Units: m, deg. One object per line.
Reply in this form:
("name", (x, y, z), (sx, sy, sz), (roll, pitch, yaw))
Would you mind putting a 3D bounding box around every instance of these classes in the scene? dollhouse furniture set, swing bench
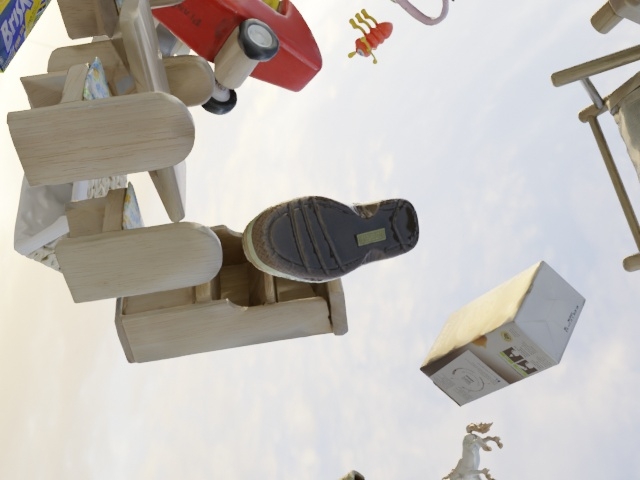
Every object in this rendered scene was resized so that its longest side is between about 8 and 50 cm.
("dollhouse furniture set", (-0.122, -0.077, 0.923), (0.362, 0.256, 0.394), (-101, -177, -53))
("swing bench", (0.437, -0.112, 0.978), (0.254, 0.165, 0.253), (-23, -110, 23))

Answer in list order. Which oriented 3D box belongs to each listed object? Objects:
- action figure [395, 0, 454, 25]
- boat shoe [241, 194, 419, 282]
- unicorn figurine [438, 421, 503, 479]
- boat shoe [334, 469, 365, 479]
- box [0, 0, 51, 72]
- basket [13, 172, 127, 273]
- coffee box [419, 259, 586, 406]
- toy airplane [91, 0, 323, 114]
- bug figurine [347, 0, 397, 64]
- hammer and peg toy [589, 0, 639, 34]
("action figure", (0.217, -0.565, 1.323), (0.276, 0.248, 0.370), (-54, -178, -26))
("boat shoe", (0.000, 0.000, 0.710), (0.072, 0.190, 0.068), (-6, -93, 43))
("unicorn figurine", (0.281, 0.419, 1.621), (0.111, 0.060, 0.162), (-2, -123, 50))
("boat shoe", (0.031, 0.334, 1.085), (0.257, 0.095, 0.095), (11, -93, 18))
("box", (-0.368, -0.277, 1.014), (0.059, 0.054, 0.169), (77, 27, -54))
("basket", (-0.330, -0.048, 1.163), (0.113, 0.103, 0.167), (-26, -131, 23))
("coffee box", (0.283, 0.152, 1.363), (0.141, 0.098, 0.246), (-53, -173, -38))
("toy airplane", (-0.195, -0.385, 1.180), (0.272, 0.386, 0.384), (-63, 149, -44))
("bug figurine", (0.087, -0.472, 1.576), (0.216, 0.279, 0.072), (-45, -140, -4))
("hammer and peg toy", (0.460, -0.413, 1.305), (0.127, 0.361, 0.266), (-44, -133, 44))
